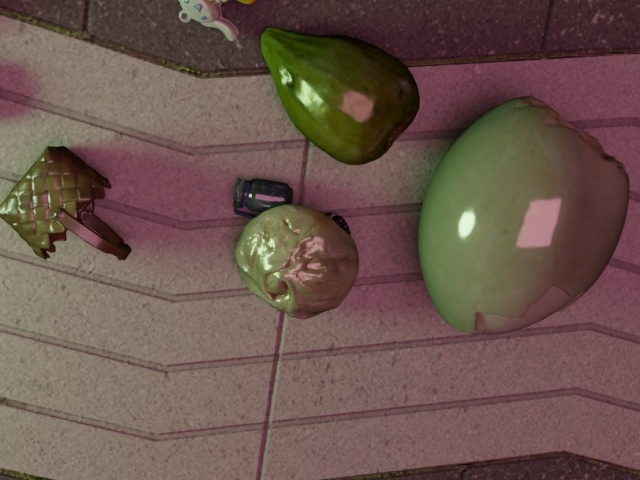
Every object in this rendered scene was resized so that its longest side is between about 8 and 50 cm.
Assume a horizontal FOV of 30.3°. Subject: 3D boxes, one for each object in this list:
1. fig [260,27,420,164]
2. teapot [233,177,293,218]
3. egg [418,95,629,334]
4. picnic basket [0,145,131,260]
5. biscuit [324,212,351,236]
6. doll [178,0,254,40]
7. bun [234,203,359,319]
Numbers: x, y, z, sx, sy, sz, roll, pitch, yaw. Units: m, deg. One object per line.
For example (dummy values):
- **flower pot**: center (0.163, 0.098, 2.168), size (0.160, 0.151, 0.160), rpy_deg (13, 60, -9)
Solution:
- **fig**: center (0.029, -0.208, 1.639), size (0.233, 0.167, 0.167), rpy_deg (36, 95, -26)
- **teapot**: center (-0.085, -0.062, 1.718), size (0.083, 0.063, 0.049), rpy_deg (10, 71, -11)
- **egg**: center (0.277, -0.022, 1.676), size (0.278, 0.278, 0.336), rpy_deg (26, 103, -17)
- **picnic basket**: center (-0.338, -0.031, 1.625), size (0.178, 0.128, 0.138), rpy_deg (40, 96, -8)
- **biscuit**: center (0.000, 0.000, 1.756), size (0.089, 0.027, 0.087), rpy_deg (6, 104, -13)
- **doll**: center (-0.156, -0.346, 1.621), size (0.135, 0.071, 0.113), rpy_deg (22, 118, -10)
- **bun**: center (-0.036, 0.040, 1.692), size (0.183, 0.102, 0.183), rpy_deg (5, 126, 7)
